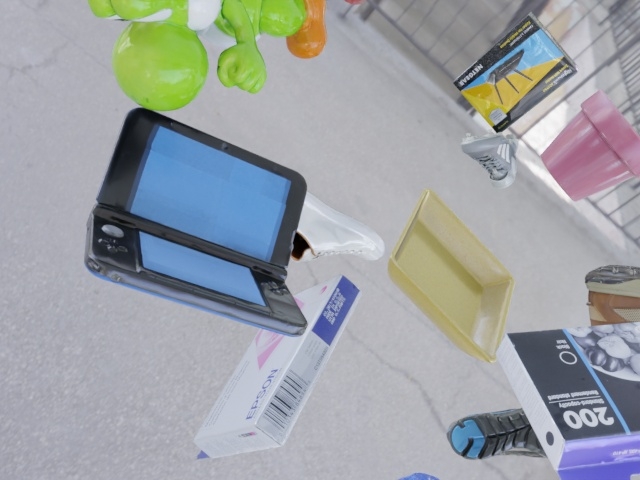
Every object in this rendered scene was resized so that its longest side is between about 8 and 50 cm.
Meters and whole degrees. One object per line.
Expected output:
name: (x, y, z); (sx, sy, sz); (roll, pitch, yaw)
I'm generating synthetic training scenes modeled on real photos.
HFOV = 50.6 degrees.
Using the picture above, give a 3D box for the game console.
game console: (-0.142, -0.030, 0.906); (0.293, 0.173, 0.250); (20, 13, -23)

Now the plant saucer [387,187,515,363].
plant saucer: (0.291, 0.083, 1.556); (0.333, 0.081, 0.332); (45, 37, -9)

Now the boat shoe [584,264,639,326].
boat shoe: (0.526, 0.111, 0.926); (0.123, 0.324, 0.119); (-3, 99, -44)

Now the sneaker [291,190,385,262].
sneaker: (0.000, 0.000, 1.274); (0.290, 0.106, 0.123); (27, 75, -35)

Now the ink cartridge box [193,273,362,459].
ink cartridge box: (-0.100, 0.235, 1.236); (0.071, 0.330, 0.324); (42, 52, -16)

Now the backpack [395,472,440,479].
backpack: (0.137, 0.357, 0.858); (0.098, 0.101, 0.120); (35, 32, -37)

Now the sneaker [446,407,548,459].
sneaker: (0.455, 0.429, 1.540); (0.341, 0.139, 0.125); (1, 81, 2)

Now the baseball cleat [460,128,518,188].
baseball cleat: (0.326, -0.150, 1.261); (0.206, 0.072, 0.109); (-11, 96, -51)

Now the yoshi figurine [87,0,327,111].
yoshi figurine: (-0.144, -0.258, 0.855); (0.362, 0.204, 0.203); (-29, 91, -56)

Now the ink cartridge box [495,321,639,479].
ink cartridge box: (0.325, 0.179, 0.729); (0.206, 0.045, 0.208); (-3, 41, -12)

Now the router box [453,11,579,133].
router box: (0.352, -0.300, 1.227); (0.133, 0.179, 0.046); (47, 36, -3)

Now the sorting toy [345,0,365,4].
sorting toy: (0.167, -0.568, 1.255); (0.365, 0.126, 0.127); (-43, 114, -30)

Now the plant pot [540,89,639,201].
plant pot: (0.579, -0.185, 1.433); (0.201, 0.180, 0.201); (38, 29, -25)
